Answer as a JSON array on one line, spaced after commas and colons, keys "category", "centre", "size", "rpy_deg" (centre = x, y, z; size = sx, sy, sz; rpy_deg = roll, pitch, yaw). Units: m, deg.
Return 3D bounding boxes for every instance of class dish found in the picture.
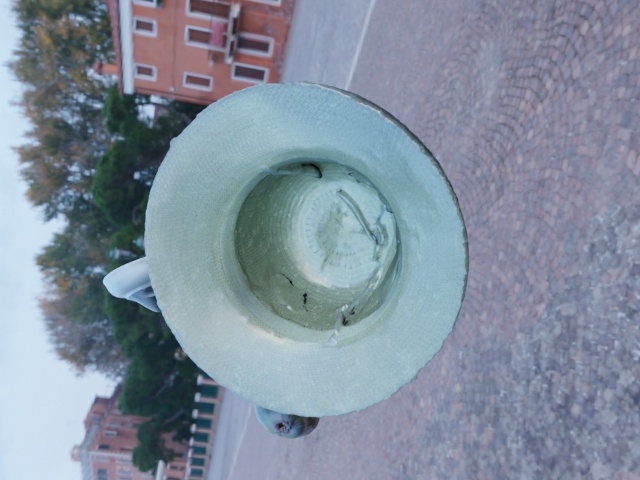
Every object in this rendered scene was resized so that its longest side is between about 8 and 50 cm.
[{"category": "dish", "centre": [-0.269, 0.079, 1.011], "size": [0.141, 0.141, 0.078], "rpy_deg": [126, 124, -72]}]

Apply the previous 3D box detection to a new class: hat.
[{"category": "hat", "centre": [0.000, 0.000, 0.513], "size": [0.130, 0.257, 0.257], "rpy_deg": [-32, -44, -65]}]

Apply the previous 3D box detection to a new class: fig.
[{"category": "fig", "centre": [-0.055, 0.324, 1.393], "size": [0.245, 0.149, 0.149], "rpy_deg": [-65, -10, -58]}]
